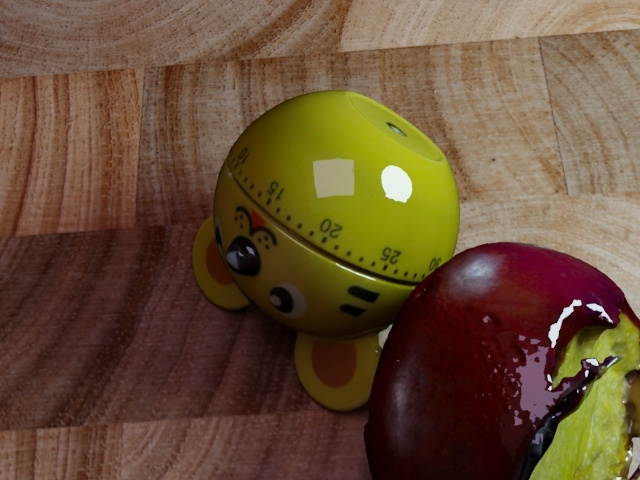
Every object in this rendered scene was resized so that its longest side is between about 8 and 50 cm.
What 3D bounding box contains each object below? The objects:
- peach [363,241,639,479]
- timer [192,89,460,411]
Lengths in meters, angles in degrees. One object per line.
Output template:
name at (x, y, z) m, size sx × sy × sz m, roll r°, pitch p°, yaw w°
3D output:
peach at (0.234, 0.226, 1.487) m, size 0.353 × 0.339 × 0.417 m, roll -24°, pitch 53°, yaw 25°
timer at (0.000, 0.000, 1.680) m, size 0.376 × 0.376 × 0.387 m, roll 43°, pitch 112°, yaw 28°
